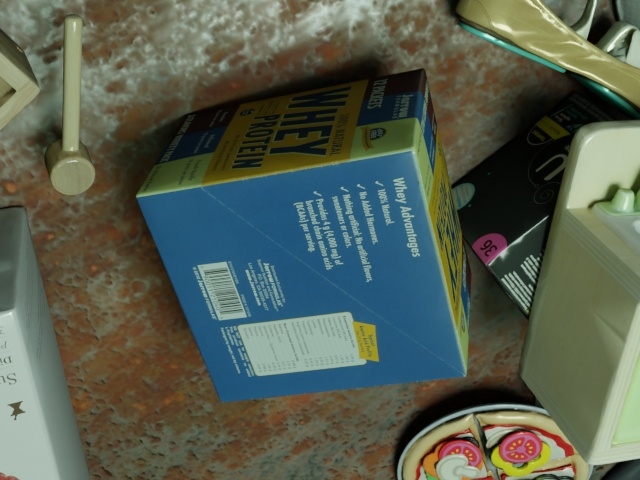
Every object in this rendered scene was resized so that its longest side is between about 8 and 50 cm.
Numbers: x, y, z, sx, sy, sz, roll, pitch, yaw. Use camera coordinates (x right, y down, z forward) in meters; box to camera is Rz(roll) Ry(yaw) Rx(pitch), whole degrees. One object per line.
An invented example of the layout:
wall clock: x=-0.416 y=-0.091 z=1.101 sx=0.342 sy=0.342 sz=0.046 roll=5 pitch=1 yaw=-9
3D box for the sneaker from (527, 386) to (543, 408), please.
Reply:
sneaker: x=0.249 y=0.133 z=0.949 sx=0.086 sy=0.064 sz=0.192 roll=-11 pitch=122 yaw=-15

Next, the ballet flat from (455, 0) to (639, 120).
ballet flat: x=0.221 y=-0.160 z=0.780 sx=0.232 sy=0.080 sz=0.073 roll=23 pitch=108 yaw=-21

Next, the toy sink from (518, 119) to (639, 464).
toy sink: x=0.268 y=0.040 z=0.731 sx=0.152 sy=0.131 sz=0.234 roll=-3 pitch=121 yaw=-18

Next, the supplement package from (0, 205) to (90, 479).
supplement package: x=-0.292 y=0.151 z=0.751 sx=0.177 sy=0.175 sz=0.293 roll=-11 pitch=119 yaw=-10

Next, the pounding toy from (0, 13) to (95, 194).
pounding toy: x=-0.249 y=-0.115 z=0.682 sx=0.181 sy=0.094 sz=0.206 roll=-42 pitch=128 yaw=3

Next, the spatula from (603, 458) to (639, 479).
spatula: x=0.413 y=0.180 z=1.037 sx=0.084 sy=0.030 sz=0.296 roll=35 pitch=104 yaw=-26

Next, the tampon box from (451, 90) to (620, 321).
tampon box: x=0.206 y=-0.026 z=0.825 sx=0.161 sy=0.120 sz=0.101 roll=-39 pitch=121 yaw=6

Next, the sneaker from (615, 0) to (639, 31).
sneaker: x=0.356 y=-0.173 z=0.806 sx=0.146 sy=0.105 sz=0.296 roll=-36 pitch=125 yaw=3

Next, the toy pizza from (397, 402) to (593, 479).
toy pizza: x=0.179 y=0.241 z=0.972 sx=0.201 sy=0.032 sz=0.201 roll=0 pitch=129 yaw=0

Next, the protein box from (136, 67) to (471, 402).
protein box: x=0.000 y=0.000 z=0.739 sx=0.201 sy=0.136 sz=0.200 roll=-9 pitch=121 yaw=15
